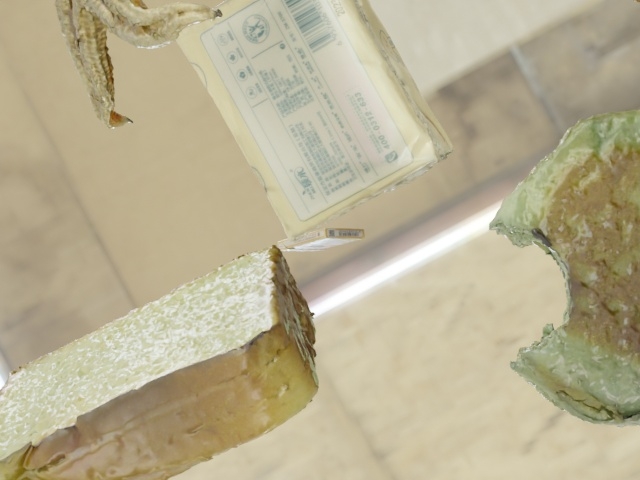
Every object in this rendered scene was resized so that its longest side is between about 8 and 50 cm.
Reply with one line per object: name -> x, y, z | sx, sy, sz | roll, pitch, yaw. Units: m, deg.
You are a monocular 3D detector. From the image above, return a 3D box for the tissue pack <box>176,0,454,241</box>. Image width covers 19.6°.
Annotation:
tissue pack -> -0.004, -0.117, 1.474 | 0.196, 0.148, 0.092 | 61, -160, -1

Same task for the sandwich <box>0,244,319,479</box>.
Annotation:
sandwich -> -0.106, 0.092, 1.175 | 0.065, 0.214, 0.186 | 62, -175, -17

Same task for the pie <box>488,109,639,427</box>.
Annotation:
pie -> 0.298, 0.023, 1.610 | 0.302, 0.302, 0.067 | 62, 173, 2

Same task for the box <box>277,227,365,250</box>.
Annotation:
box -> 0.000, 0.000, 1.751 | 0.083, 0.046, 0.012 | -16, 77, 55

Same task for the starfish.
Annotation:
starfish -> -0.140, -0.164, 1.193 | 0.138, 0.050, 0.247 | 59, 156, 2

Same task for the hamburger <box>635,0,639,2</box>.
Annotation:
hamburger -> 0.139, -0.207, 0.846 | 0.237, 0.147, 0.237 | 43, -172, -7
